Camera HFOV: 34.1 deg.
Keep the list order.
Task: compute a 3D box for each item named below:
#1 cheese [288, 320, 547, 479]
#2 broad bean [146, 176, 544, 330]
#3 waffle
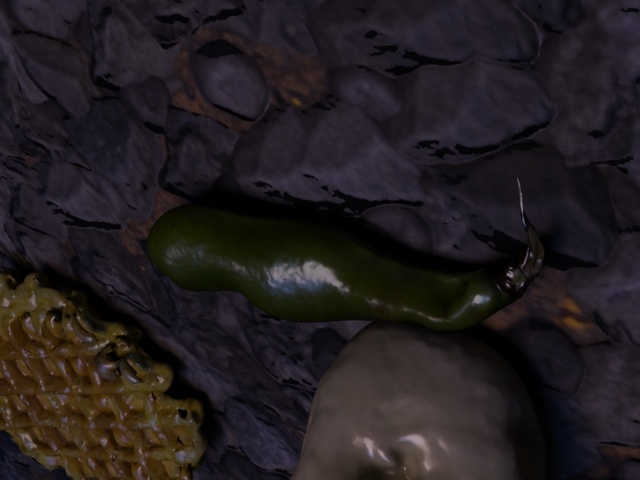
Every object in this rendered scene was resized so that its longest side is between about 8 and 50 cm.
[{"bbox_3d":[0.067,0.188,0.709,0.173,0.251,0.248,11,170,19],"label":"cheese"},{"bbox_3d":[0.004,0.010,0.662,0.318,0.056,0.098,-4,117,39],"label":"broad bean"},{"bbox_3d":[-0.229,0.149,0.994,0.280,0.060,0.262,34,136,9],"label":"waffle"}]
